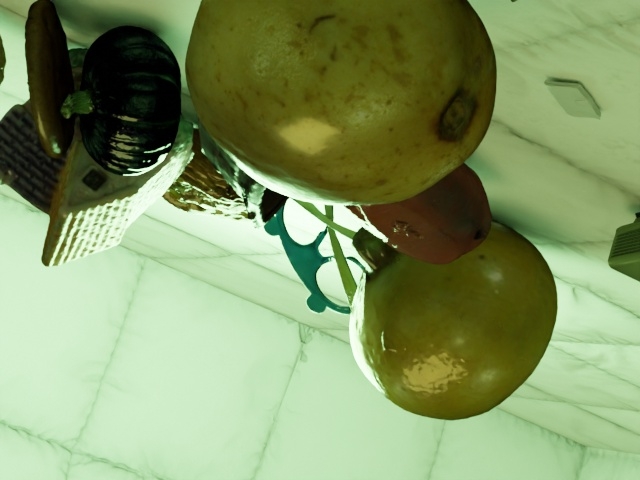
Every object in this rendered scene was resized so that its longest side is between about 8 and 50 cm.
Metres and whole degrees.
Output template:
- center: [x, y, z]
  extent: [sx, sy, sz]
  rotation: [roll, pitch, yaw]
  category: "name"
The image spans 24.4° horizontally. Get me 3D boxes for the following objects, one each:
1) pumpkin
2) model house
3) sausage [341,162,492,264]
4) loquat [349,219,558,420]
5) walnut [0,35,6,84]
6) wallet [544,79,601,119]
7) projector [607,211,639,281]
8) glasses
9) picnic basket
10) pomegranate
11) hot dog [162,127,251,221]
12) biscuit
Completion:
- center: [-0.250, -0.182, 1.930]
  extent: [0.150, 0.194, 0.194]
  rotation: [21, 168, -4]
  category: "pumpkin"
- center: [-0.345, -0.113, 2.103]
  extent: [0.237, 0.237, 0.202]
  rotation: [41, 151, -3]
  category: "model house"
- center: [0.122, -0.064, 1.973]
  extent: [0.152, 0.152, 0.279]
  rotation: [9, 166, 40]
  category: "sausage"
- center: [0.183, 0.099, 2.236]
  extent: [0.359, 0.328, 0.328]
  rotation: [41, 161, -22]
  category: "loquat"
- center: [-0.532, -0.269, 2.084]
  extent: [0.155, 0.155, 0.184]
  rotation: [12, 165, 30]
  category: "walnut"
- center: [0.279, -0.156, 1.632]
  extent: [0.044, 0.011, 0.083]
  rotation: [11, 166, 32]
  category: "wallet"
- center: [0.531, 0.036, 1.919]
  extent: [0.269, 0.088, 0.193]
  rotation: [21, 167, -14]
  category: "projector"
- center: [0.028, -0.010, 2.355]
  extent: [0.102, 0.239, 0.207]
  rotation: [-19, 166, -38]
  category: "glasses"
- center: [-0.060, -0.147, 1.789]
  extent: [0.129, 0.222, 0.297]
  rotation: [35, 169, 5]
  category: "picnic basket"
- center: [0.023, -0.160, 1.391]
  extent: [0.307, 0.307, 0.307]
  rotation: [18, 168, 4]
  category: "pomegranate"
- center: [-0.183, -0.113, 2.308]
  extent: [0.272, 0.122, 0.196]
  rotation: [20, 164, -12]
  category: "hot dog"
- center: [-0.352, -0.212, 1.940]
  extent: [0.036, 0.212, 0.212]
  rotation: [-6, 167, 0]
  category: "biscuit"
